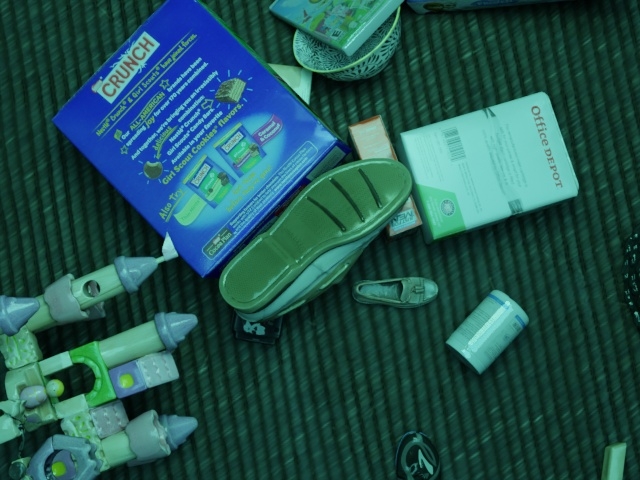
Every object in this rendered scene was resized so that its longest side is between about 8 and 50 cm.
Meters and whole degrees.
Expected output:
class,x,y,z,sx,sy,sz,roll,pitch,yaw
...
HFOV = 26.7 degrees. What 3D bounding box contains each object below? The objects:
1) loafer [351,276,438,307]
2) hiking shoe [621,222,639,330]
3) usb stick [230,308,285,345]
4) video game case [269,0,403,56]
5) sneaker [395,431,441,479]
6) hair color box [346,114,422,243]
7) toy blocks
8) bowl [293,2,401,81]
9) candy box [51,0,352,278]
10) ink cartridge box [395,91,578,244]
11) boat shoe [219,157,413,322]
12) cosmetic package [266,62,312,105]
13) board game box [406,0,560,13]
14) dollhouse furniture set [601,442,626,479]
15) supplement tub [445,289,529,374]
class,x,y,z,sx,sy,sz,roll,pitch,yaw
loafer,0.108,0.073,1.925,0.125,0.039,0.045,-1,82,-2
hiking shoe,0.531,0.110,1.916,0.132,0.113,0.304,-11,75,-33
usb stick,-0.070,0.009,1.927,0.077,0.045,0.278,11,82,-7
video game case,0.052,-0.373,1.931,0.212,0.023,0.193,-47,45,-6
sneaker,0.137,0.361,1.869,0.067,0.078,0.188,4,82,-1
hair color box,0.089,-0.085,1.919,0.053,0.093,0.167,-21,83,-3
toy blocks,-0.274,0.166,1.767,0.260,0.309,0.288,-21,84,2
bowl,0.053,-0.285,1.936,0.170,0.080,0.170,-18,48,21
candy box,-0.164,-0.147,1.874,0.268,0.122,0.317,-45,80,4
ink cartridge box,0.236,-0.102,1.925,0.219,0.092,0.160,-16,84,-4
boat shoe,0.000,0.000,1.848,0.302,0.103,0.113,-35,63,0
cosmetic package,-0.071,-0.225,1.958,0.115,0.041,0.060,5,83,-1
board game box,0.284,-0.498,1.934,0.319,0.066,0.318,-2,82,21
dollhouse furniture set,0.443,0.344,1.886,0.081,0.091,0.114,12,79,-15
supplement tub,0.237,0.129,1.906,0.071,0.071,0.107,44,84,4
